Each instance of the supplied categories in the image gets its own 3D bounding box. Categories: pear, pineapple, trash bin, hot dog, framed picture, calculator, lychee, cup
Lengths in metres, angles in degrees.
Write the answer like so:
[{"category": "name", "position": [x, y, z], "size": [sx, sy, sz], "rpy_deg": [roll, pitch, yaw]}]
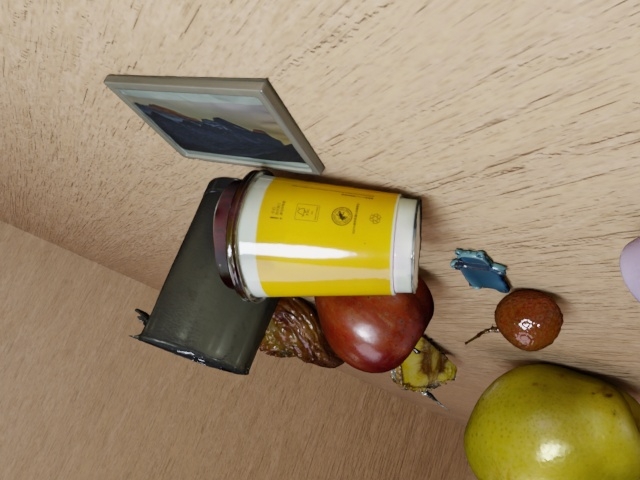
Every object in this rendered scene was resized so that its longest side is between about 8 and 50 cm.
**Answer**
[{"category": "pear", "position": [0.544, 0.471, 1.267], "size": [0.362, 0.363, 0.418], "rpy_deg": [30, 132, -27]}, {"category": "pineapple", "position": [0.248, 0.352, 1.544], "size": [0.161, 0.159, 0.334], "rpy_deg": [0, 154, 48]}, {"category": "trash bin", "position": [-0.161, 0.069, 0.953], "size": [0.251, 0.302, 0.203], "rpy_deg": [19, 162, 8]}, {"category": "hot dog", "position": [-0.062, 0.304, 1.722], "size": [0.266, 0.175, 0.387], "rpy_deg": [7, 156, 31]}, {"category": "framed picture", "position": [-0.141, -0.157, 0.745], "size": [0.265, 0.018, 0.192], "rpy_deg": [10, 160, 29]}, {"category": "calculator", "position": [0.263, 0.050, 0.893], "size": [0.094, 0.019, 0.141], "rpy_deg": [6, 155, 36]}, {"category": "lychee", "position": [0.336, 0.134, 0.912], "size": [0.114, 0.101, 0.140], "rpy_deg": [10, 170, -30]}, {"category": "cup", "position": [0.000, 0.000, 0.773], "size": [0.279, 0.197, 0.196], "rpy_deg": [4, 158, 13]}]

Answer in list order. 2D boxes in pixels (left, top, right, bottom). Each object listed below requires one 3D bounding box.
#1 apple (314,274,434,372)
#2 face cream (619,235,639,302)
[{"category": "apple", "position": [0.097, 0.132, 1.006], "size": [0.233, 0.234, 0.234], "rpy_deg": [19, 162, 6]}, {"category": "face cream", "position": [0.397, -0.018, 0.466], "size": [0.154, 0.096, 0.274], "rpy_deg": [26, 148, -4]}]
